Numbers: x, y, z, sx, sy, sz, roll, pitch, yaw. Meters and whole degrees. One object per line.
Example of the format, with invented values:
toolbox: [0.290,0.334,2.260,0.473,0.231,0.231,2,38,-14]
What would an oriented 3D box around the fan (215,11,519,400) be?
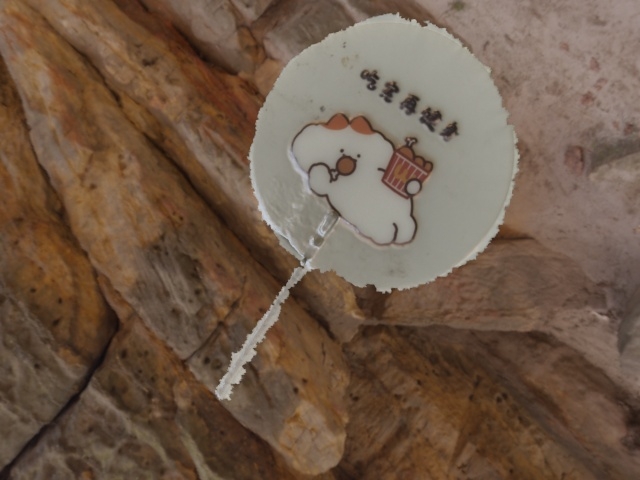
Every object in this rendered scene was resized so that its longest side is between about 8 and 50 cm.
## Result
fan: [0.000,0.000,0.335,0.191,0.329,0.009,37,-164,8]
